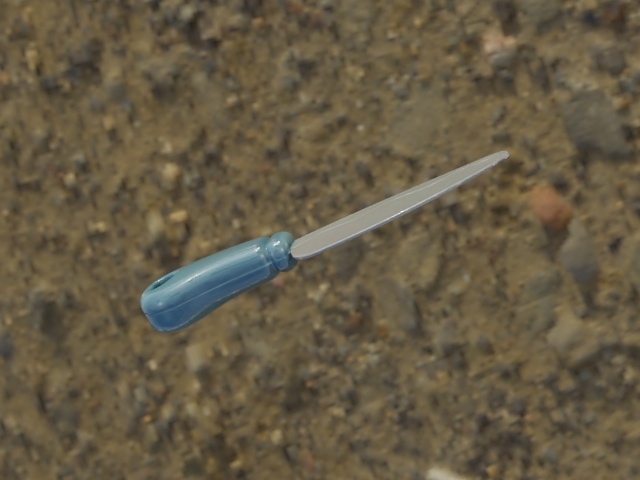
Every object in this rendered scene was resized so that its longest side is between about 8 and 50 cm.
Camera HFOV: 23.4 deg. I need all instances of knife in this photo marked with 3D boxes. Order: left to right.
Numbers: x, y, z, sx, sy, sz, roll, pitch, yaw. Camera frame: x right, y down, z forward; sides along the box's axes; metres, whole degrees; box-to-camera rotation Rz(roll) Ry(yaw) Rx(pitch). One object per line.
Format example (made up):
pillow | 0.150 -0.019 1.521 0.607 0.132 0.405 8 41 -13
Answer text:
knife | -0.001 0.001 0.915 0.244 0.058 0.032 -22 99 20
